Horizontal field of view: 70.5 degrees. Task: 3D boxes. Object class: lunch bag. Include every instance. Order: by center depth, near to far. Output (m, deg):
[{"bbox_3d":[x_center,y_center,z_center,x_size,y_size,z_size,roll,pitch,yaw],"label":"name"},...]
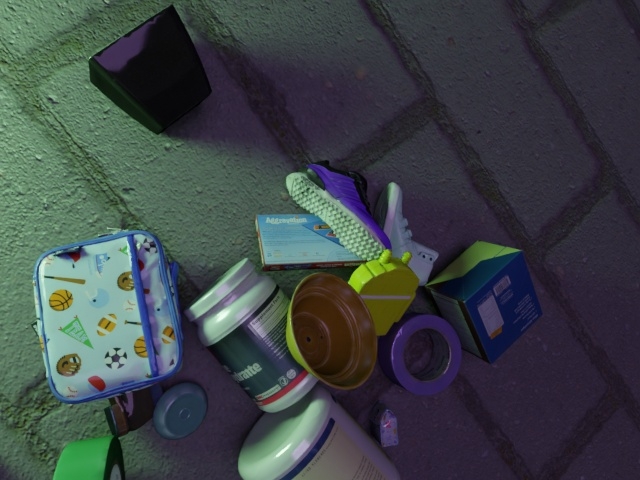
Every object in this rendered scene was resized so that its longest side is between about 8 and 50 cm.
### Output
[{"bbox_3d":[-0.378,0.129,0.841,0.243,0.115,0.304,-12,76,-14],"label":"lunch bag"},{"bbox_3d":[0.147,0.429,1.065,0.053,0.071,0.083,0,88,-14],"label":"lunch bag"}]

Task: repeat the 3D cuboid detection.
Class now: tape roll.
[{"bbox_3d":[-0.384,0.504,0.761,0.077,0.321,0.322,-3,87,-17],"label":"tape roll"},{"bbox_3d":[0.240,0.271,1.101,0.188,0.080,0.189,1,86,-18],"label":"tape roll"}]

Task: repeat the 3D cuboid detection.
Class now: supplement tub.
[{"bbox_3d":[-0.127,0.192,0.932,0.191,0.191,0.272,-41,98,-16],"label":"supplement tub"},{"bbox_3d":[0.017,0.487,0.935,0.235,0.235,0.325,-43,99,-16],"label":"supplement tub"}]

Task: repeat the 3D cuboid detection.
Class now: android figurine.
[{"bbox_3d":[0.112,0.135,0.999,0.248,0.056,0.273,4,122,-36],"label":"android figurine"}]

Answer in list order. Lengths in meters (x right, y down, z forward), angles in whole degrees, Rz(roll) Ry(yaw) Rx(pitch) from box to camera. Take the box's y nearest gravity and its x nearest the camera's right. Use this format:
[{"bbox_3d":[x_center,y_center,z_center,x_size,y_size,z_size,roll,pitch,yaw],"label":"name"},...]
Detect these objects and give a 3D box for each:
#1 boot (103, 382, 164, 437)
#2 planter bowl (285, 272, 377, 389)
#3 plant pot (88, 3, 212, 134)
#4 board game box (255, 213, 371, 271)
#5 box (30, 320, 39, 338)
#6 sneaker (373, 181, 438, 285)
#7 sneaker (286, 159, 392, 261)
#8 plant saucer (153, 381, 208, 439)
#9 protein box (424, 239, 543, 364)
[{"bbox_3d":[-0.389,0.271,0.920,0.106,0.082,0.219,-11,85,-40],"label":"boot"},{"bbox_3d":[0.001,0.177,0.853,0.217,0.090,0.217,26,49,-34],"label":"planter bowl"},{"bbox_3d":[-0.330,-0.324,0.918,0.187,0.188,0.167,-44,111,-16],"label":"plant pot"},{"bbox_3d":[0.000,0.000,1.032,0.281,0.027,0.145,-1,52,-17],"label":"board game box"},{"bbox_3d":[-0.516,0.182,0.893,0.067,0.018,0.083,-28,95,-4],"label":"box"},{"bbox_3d":[0.210,-0.009,1.102,0.151,0.094,0.256,3,95,-12],"label":"sneaker"},{"bbox_3d":[0.071,-0.086,1.023,0.293,0.102,0.146,43,60,16],"label":"sneaker"},{"bbox_3d":[-0.283,0.356,0.936,0.119,0.021,0.120,-5,97,-40],"label":"plant saucer"},{"bbox_3d":[0.400,0.145,1.104,0.199,0.136,0.201,-37,115,-17],"label":"protein box"}]
